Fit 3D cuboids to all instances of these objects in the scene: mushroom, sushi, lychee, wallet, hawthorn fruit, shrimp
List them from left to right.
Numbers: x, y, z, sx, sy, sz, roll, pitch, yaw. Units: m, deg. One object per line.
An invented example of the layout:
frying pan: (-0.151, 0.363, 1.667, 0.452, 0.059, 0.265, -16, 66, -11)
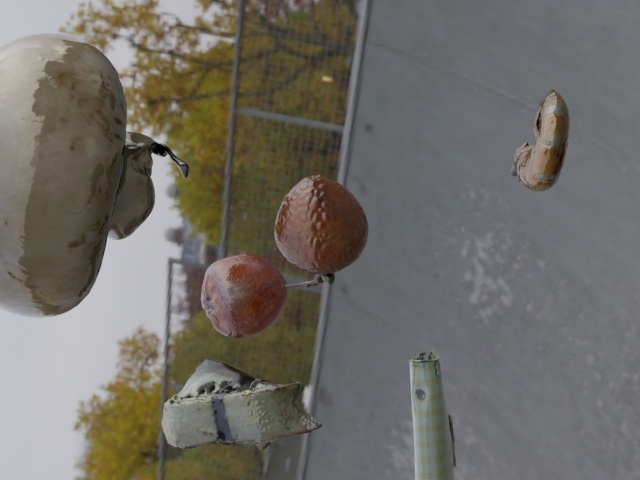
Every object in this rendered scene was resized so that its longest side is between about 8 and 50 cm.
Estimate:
mushroom: (-0.325, -0.078, 1.237, 0.362, 0.294, 0.362, -175, 90, -67)
sushi: (-0.135, 0.273, 1.485, 0.109, 0.272, 0.134, 1, -86, -50)
hawthorn fruit: (-0.146, 0.107, 1.882, 0.173, 0.172, 0.173, 11, -90, -85)
lychee: (0.002, -0.006, 1.050, 0.101, 0.114, 0.140, -45, -45, -19)
wallet: (0.181, 0.339, 1.570, 0.223, 0.077, 0.310, 7, -99, -79)
shrimp: (0.333, -0.151, 1.473, 0.287, 0.062, 0.152, -51, -34, -86)
